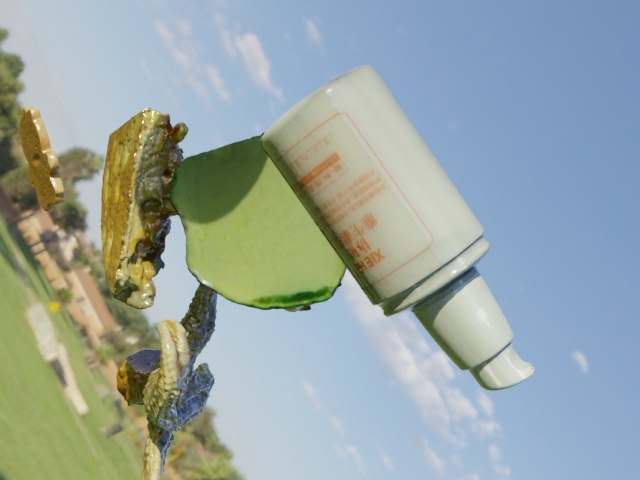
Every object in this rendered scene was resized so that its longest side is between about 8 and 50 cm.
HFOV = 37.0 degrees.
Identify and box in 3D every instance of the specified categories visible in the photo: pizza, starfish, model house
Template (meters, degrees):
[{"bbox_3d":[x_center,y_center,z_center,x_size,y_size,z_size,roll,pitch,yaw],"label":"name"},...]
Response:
[{"bbox_3d":[-0.261,-0.038,1.333,0.268,0.087,0.257,-1,-102,66],"label":"pizza"},{"bbox_3d":[-0.191,0.173,1.382,0.432,0.082,0.324,-62,168,-70],"label":"starfish"},{"bbox_3d":[-0.056,-0.027,1.206,0.189,0.195,0.214,-35,106,-75],"label":"model house"}]

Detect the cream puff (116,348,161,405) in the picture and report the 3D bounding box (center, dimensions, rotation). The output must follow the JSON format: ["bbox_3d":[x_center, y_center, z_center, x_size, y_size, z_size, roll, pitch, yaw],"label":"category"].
[{"bbox_3d":[-0.288,0.239,1.629,0.122,0.116,0.094,-118,-147,-57],"label":"cream puff"}]

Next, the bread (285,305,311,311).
[{"bbox_3d":[-0.001,0.001,1.506,0.367,0.077,0.084,-59,138,-61],"label":"bread"}]

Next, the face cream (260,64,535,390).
[{"bbox_3d":[0.066,0.002,0.691,0.251,0.101,0.101,56,-13,0],"label":"face cream"}]

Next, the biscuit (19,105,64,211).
[{"bbox_3d":[-0.498,-0.143,1.710,0.133,0.027,0.184,-41,-110,55],"label":"biscuit"}]
